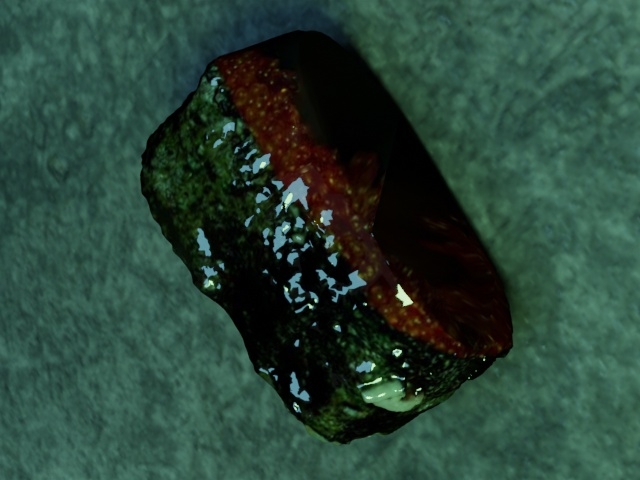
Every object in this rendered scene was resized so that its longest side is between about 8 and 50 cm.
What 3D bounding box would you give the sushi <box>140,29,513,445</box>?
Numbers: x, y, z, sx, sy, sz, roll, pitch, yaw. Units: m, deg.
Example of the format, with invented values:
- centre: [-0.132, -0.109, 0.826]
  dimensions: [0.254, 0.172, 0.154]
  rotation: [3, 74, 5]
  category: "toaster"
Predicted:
- centre: [0.000, 0.000, 0.782]
  dimensions: [0.126, 0.136, 0.225]
  rotation: [-37, 77, 29]
  category: "sushi"
